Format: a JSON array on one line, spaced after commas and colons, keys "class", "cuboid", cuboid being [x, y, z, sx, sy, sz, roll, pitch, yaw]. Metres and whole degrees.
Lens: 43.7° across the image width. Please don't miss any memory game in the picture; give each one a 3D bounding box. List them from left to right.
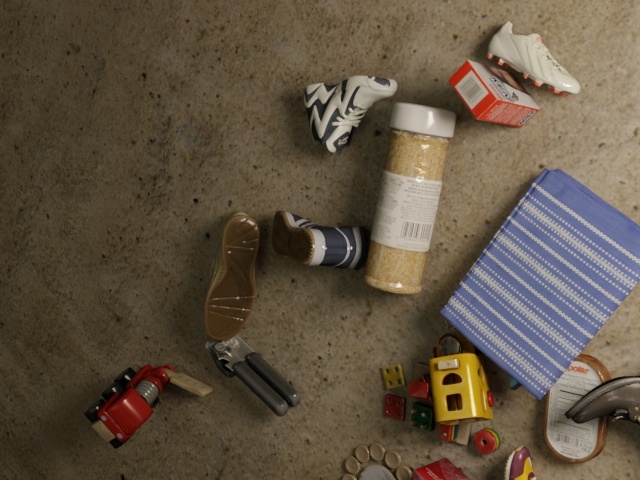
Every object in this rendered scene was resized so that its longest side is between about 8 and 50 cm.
[{"class": "memory game", "cuboid": [0.121, 0.512, 1.656, 0.186, 0.012, 0.186, 1, 92, 39]}]

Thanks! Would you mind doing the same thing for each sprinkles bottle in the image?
[{"class": "sprinkles bottle", "cuboid": [0.167, -0.080, 1.527, 0.121, 0.121, 0.355, 18, 102, 37]}]

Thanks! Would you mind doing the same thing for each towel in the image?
[{"class": "towel", "cuboid": [0.390, 0.069, 1.378, 0.243, 0.040, 0.336, 42, 105, 27]}]

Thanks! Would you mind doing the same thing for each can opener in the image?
[{"class": "can opener", "cuboid": [-0.160, 0.310, 1.849, 0.283, 0.076, 0.095, 38, 146, 31]}]

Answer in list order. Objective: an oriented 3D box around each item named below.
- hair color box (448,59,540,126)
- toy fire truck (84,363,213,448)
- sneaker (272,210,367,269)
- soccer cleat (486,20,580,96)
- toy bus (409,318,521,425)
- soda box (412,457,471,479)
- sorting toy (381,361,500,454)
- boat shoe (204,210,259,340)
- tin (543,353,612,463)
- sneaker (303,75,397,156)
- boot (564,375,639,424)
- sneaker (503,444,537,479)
[{"class": "hair color box", "cuboid": [0.303, -0.252, 1.383, 0.053, 0.167, 0.093, -44, 66, 30]}, {"class": "toy fire truck", "cuboid": [-0.414, 0.388, 1.962, 0.246, 0.217, 0.158, -33, 100, 29]}, {"class": "sneaker", "cuboid": [0.000, 0.000, 1.692, 0.282, 0.153, 0.099, -151, 65, -66]}, {"class": "soccer cleat", "cuboid": [0.375, -0.317, 1.391, 0.196, 0.068, 0.076, 41, 112, 33]}, {"class": "toy bus", "cuboid": [0.248, 0.238, 1.451, 0.202, 0.104, 0.191, 36, 93, 32]}, {"class": "soda box", "cuboid": [0.275, 0.511, 1.440, 0.263, 0.084, 0.092, 34, 126, 48]}, {"class": "sorting toy", "cuboid": [0.220, 0.316, 1.549, 0.275, 0.046, 0.132, 11, 98, 38]}, {"class": "boat shoe", "cuboid": [-0.206, 0.081, 1.853, 0.098, 0.109, 0.302, -131, 50, -73]}, {"class": "tin", "cuboid": [0.443, 0.291, 1.379, 0.106, 0.040, 0.189, 8, 96, 34]}, {"class": "sneaker", "cuboid": [0.060, -0.248, 1.625, 0.235, 0.094, 0.153, 1, 93, 39]}, {"class": "boot", "cuboid": [0.544, 0.311, 1.246, 0.263, 0.091, 0.229, -27, 76, 19]}, {"class": "sneaker", "cuboid": [0.378, 0.456, 1.418, 0.084, 0.070, 0.185, 4, 103, 40]}]
